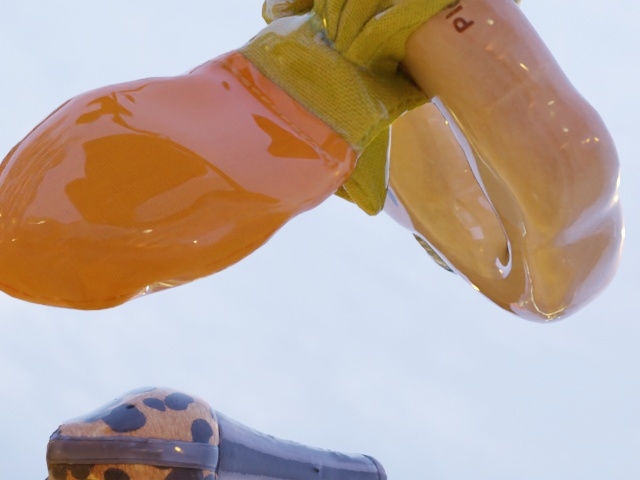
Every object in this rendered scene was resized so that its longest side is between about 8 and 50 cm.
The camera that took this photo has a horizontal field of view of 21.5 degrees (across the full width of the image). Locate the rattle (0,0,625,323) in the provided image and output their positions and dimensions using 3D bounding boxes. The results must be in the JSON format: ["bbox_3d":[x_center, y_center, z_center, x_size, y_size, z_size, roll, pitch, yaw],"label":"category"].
[{"bbox_3d":[0.000,0.000,0.460,0.130,0.143,0.200,38,-12,1],"label":"rattle"}]

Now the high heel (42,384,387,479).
[{"bbox_3d":[-0.121,0.119,0.831,0.261,0.093,0.186,-15,-22,40],"label":"high heel"}]
